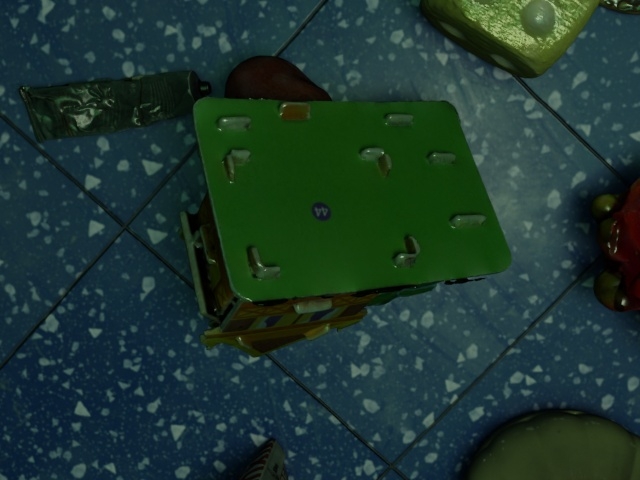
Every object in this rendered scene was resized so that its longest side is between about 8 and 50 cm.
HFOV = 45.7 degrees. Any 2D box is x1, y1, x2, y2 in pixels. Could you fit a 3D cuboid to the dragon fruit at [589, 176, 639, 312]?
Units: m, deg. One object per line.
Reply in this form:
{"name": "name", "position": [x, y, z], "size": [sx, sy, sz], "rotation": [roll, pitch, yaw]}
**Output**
{"name": "dragon fruit", "position": [0.467, 0.053, 0.916], "size": [0.227, 0.243, 0.307], "rotation": [-24, 75, 43]}

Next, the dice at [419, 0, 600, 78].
{"name": "dice", "position": [0.227, -0.302, 0.892], "size": [0.169, 0.169, 0.166], "rotation": [32, 97, -3]}

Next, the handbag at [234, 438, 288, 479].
{"name": "handbag", "position": [-0.103, 0.426, 1.014], "size": [0.151, 0.171, 0.298], "rotation": [10, 94, 4]}

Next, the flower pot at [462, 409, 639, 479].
{"name": "flower pot", "position": [0.326, 0.387, 0.953], "size": [0.307, 0.244, 0.308], "rotation": [0, 98, 3]}

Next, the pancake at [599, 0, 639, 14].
{"name": "pancake", "position": [0.411, -0.376, 0.952], "size": [0.190, 0.020, 0.184], "rotation": [-40, 96, 6]}

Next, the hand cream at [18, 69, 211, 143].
{"name": "hand cream", "position": [-0.263, -0.179, 0.984], "size": [0.247, 0.052, 0.075], "rotation": [-8, 97, 3]}

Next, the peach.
{"name": "peach", "position": [-0.064, -0.154, 0.936], "size": [0.152, 0.152, 0.152], "rotation": [0, 98, 2]}

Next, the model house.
{"name": "model house", "position": [0.000, 0.000, 0.925], "size": [0.357, 0.313, 0.243], "rotation": [-7, 69, -26]}
